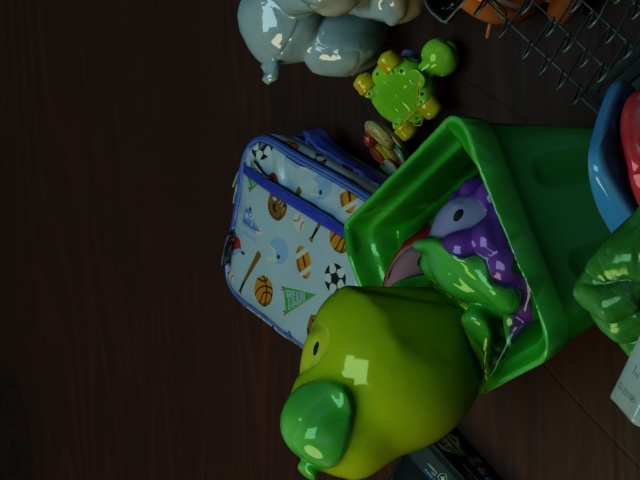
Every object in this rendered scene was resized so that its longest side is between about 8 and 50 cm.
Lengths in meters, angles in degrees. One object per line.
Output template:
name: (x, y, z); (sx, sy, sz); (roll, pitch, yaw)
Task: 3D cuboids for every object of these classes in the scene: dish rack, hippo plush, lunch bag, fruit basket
dish rack: (0.259, -0.223, 1.453); (0.271, 0.074, 0.208); (40, 133, -6)
hippo plush: (-0.009, -0.270, 1.713); (0.234, 0.294, 0.236); (-93, 17, -44)
lunch bag: (0.000, 0.000, 1.862); (0.303, 0.115, 0.243); (33, 120, 43)
fruit basket: (0.100, 0.066, 1.510); (0.392, 0.392, 0.283); (-33, 72, 48)

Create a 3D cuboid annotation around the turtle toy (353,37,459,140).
turtle toy: (0.106, -0.181, 1.737); (0.095, 0.066, 0.130); (48, 136, -2)

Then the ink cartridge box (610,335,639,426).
ink cartridge box: (0.415, 0.078, 1.276); (0.060, 0.275, 0.239); (-120, 51, -69)

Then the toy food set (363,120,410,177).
toy food set: (0.078, -0.106, 1.792); (0.082, 0.020, 0.083); (51, 165, -5)

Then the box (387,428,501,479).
box: (0.162, 0.344, 1.784); (0.220, 0.051, 0.175); (48, 130, 33)

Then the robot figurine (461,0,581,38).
robot figurine: (0.205, -0.309, 1.551); (0.219, 0.158, 0.128); (-49, 23, 43)

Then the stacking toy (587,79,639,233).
stacking toy: (0.403, -0.093, 1.355); (0.302, 0.166, 0.175); (-22, 115, 35)

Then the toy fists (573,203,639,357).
toy fists: (0.360, 0.066, 1.346); (0.096, 0.279, 0.142); (-94, 28, -51)
